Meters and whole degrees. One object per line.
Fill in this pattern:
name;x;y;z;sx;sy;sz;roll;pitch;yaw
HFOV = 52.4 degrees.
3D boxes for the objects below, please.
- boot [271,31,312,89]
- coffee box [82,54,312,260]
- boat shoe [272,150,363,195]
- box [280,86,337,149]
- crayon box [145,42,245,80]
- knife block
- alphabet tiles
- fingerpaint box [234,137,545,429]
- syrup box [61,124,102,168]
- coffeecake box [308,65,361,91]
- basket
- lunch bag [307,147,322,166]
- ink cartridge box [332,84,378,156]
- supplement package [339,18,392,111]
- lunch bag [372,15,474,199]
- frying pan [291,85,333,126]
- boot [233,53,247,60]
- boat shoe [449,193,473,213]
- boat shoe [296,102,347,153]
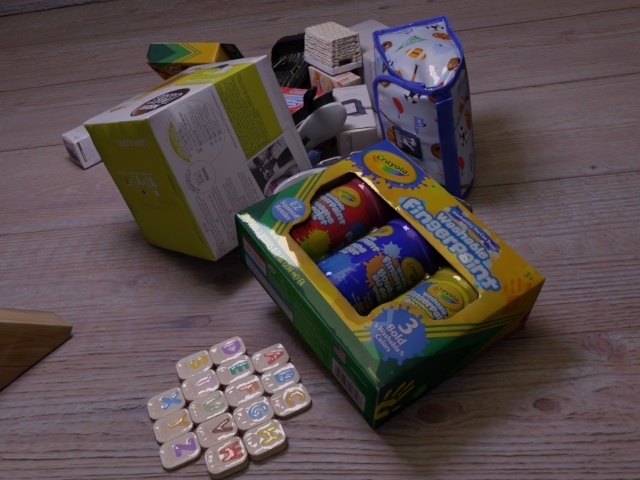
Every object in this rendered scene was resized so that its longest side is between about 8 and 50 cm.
boot;-0.126;-0.539;2.135;0.260;0.131;0.348;-58;22;-10
coffee box;-0.274;-0.195;1.507;0.334;0.338;0.338;-37;29;-30
boat shoe;0.025;-0.138;1.481;0.301;0.108;0.102;-23;26;-15
box;-0.062;-0.359;1.893;0.257;0.122;0.128;12;44;27
crayon box;-0.396;-0.578;2.184;0.319;0.202;0.081;6;75;21
knife block;-0.660;0.170;1.275;0.088;0.242;0.276;22;49;34
alphabet tiles;-0.169;0.292;1.182;0.278;0.021;0.284;-21;39;-13
fingerpaint box;0.113;0.052;1.216;0.371;0.163;0.445;-28;56;-21
syrup box;-0.664;-0.324;2.018;0.237;0.096;0.093;-35;42;-27
coffeecake box;0.049;-0.440;1.951;0.068;0.142;0.185;-27;40;-21
basket;0.033;-0.570;1.919;0.113;0.103;0.167;-22;38;-23
lunch bag;-0.088;-0.198;1.718;0.151;0.096;0.129;29;53;27
ink cartridge box;0.093;-0.276;1.709;0.100;0.172;0.237;-7;39;2
supplement package;0.171;-0.549;2.031;0.175;0.177;0.293;-24;39;-17
lunch bag;0.258;-0.317;1.595;0.239;0.327;0.385;-14;39;4
frying pan;-0.015;-0.338;1.634;0.197;0.053;0.326;-36;7;-29
boot;-0.297;-0.623;2.248;0.198;0.076;0.137;-3;2;-36
boat shoe;0.216;-0.096;1.504;0.305;0.109;0.091;14;49;34
boat shoe;-0.024;-0.269;1.598;0.219;0.078;0.070;-37;26;25
